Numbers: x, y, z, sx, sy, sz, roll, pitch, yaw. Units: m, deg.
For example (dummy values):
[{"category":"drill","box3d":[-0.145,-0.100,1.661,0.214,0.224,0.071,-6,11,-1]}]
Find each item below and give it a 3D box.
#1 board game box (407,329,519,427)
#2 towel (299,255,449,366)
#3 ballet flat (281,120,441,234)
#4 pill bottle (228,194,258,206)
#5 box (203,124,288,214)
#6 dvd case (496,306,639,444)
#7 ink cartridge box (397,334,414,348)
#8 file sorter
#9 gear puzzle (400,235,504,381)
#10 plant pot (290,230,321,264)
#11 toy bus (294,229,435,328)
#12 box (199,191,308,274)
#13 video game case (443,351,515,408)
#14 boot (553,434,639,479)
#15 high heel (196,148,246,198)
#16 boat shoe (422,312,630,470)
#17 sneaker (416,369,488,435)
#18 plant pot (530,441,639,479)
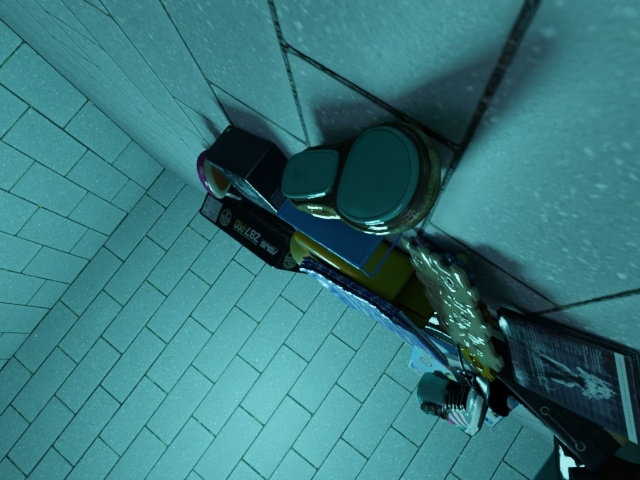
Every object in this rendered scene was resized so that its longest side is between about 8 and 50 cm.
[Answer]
[{"category":"board game box","box3d":[0.415,0.374,1.306,0.308,0.086,0.302,33,154,23]},{"category":"towel","box3d":[0.109,0.155,1.012,0.243,0.040,0.336,44,170,-38]},{"category":"ballet flat","box3d":[0.059,-0.068,0.542,0.123,0.123,0.348,40,171,-23]},{"category":"pill bottle","box3d":[-0.304,-0.117,1.822,0.169,0.094,0.094,33,172,19]},{"category":"box","box3d":[-0.131,-0.141,0.945,0.155,0.093,0.158,30,169,39]},{"category":"dvd case","box3d":[0.387,0.203,0.711,0.221,0.018,0.165,19,134,61]},{"category":"ink cartridge box","box3d":[0.258,0.271,1.587,0.296,0.066,0.261,44,180,-42]},{"category":"file sorter","box3d":[0.041,-0.034,0.744,0.170,0.118,0.104,33,175,24]},{"category":"gear puzzle","box3d":[0.255,0.134,0.786,0.339,0.044,0.175,60,169,-30]},{"category":"plant pot","box3d":[0.000,0.000,1.145,0.134,0.134,0.095,37,147,-1]},{"category":"toy bus","box3d":[0.108,0.053,0.991,0.332,0.108,0.130,34,170,22]},{"category":"box","box3d":[-0.145,-0.018,1.425,0.394,0.097,0.318,31,-169,36]},{"category":"video game case","box3d":[0.403,0.357,1.161,0.157,0.019,0.143,8,138,54]},{"category":"boot","box3d":[0.598,0.422,0.839,0.280,0.096,0.264,-4,174,15]},{"category":"high heel","box3d":[-0.319,-0.197,1.268,0.181,0.127,0.377,25,174,7]},{"category":"boat shoe","box3d":[0.376,0.272,0.944,0.186,0.156,0.500,40,173,-38]},{"category":"sneaker","box3d":[0.340,0.400,1.170,0.178,0.124,0.296,22,152,22]},{"category":"plant pot","box3d":[0.622,0.523,1.031,0.165,0.234,0.165,29,170,43]}]
